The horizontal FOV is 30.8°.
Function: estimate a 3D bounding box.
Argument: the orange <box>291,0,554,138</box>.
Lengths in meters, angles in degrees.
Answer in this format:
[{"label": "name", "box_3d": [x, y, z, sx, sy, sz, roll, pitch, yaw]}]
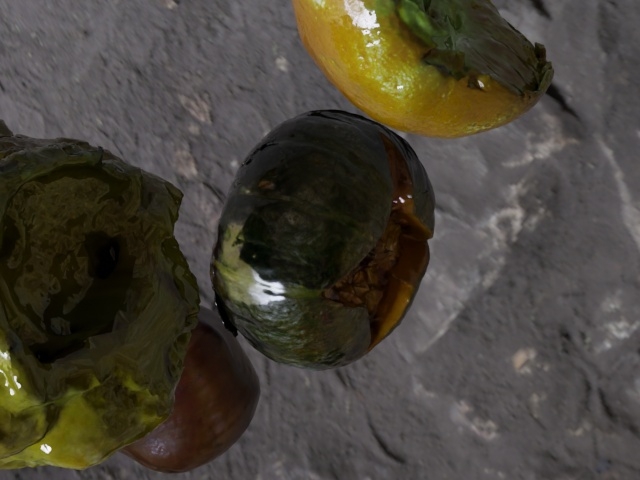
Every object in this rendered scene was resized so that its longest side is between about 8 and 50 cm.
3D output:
[{"label": "orange", "box_3d": [0.098, -0.236, 1.328, 0.334, 0.262, 0.196, 34, 104, -28]}]

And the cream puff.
[{"label": "cream puff", "box_3d": [-0.199, 0.022, 0.769, 0.282, 0.282, 0.185, 2, 138, -26]}]

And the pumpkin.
[{"label": "pumpkin", "box_3d": [-0.002, -0.001, 1.010, 0.238, 0.159, 0.238, -38, 139, -42]}]

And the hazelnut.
[{"label": "hazelnut", "box_3d": [-0.199, 0.179, 1.464, 0.229, 0.229, 0.229, -11, 119, -20]}]
